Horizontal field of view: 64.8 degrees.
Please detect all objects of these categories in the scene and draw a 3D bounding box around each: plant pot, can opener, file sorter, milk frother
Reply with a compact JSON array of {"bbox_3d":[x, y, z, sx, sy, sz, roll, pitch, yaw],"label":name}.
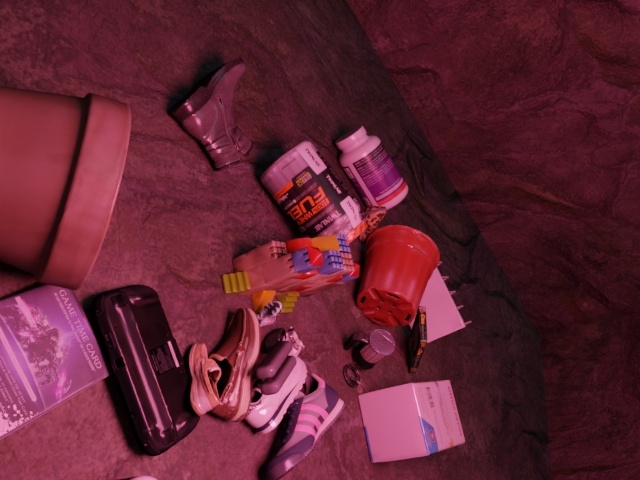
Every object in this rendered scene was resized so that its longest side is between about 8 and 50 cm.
[{"bbox_3d":[0.253,0.135,1.744,0.272,0.272,0.265,49,44,-26],"label":"plant pot"},{"bbox_3d":[-0.482,-0.109,0.776,0.280,0.323,0.323,17,55,-32],"label":"plant pot"},{"bbox_3d":[-0.100,0.280,1.193,0.280,0.093,0.074,-51,124,-78],"label":"can opener"},{"bbox_3d":[0.433,0.235,1.963,0.173,0.193,0.277,4,59,-60],"label":"file sorter"},{"bbox_3d":[0.141,0.357,1.523,0.129,0.134,0.143,10,54,-18],"label":"milk frother"}]

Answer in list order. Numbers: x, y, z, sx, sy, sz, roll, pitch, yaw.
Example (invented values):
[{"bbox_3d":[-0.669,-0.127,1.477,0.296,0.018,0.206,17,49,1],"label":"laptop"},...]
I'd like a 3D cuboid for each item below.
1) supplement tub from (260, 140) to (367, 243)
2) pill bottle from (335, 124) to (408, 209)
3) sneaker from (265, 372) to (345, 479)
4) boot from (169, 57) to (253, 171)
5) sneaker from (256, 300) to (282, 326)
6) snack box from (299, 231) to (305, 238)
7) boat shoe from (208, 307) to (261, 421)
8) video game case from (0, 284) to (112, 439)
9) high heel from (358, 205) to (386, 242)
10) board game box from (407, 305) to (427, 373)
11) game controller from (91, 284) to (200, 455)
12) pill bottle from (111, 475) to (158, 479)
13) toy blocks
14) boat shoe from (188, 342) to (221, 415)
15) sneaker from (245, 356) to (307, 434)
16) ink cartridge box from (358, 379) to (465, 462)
[{"bbox_3d":[-0.014,-0.121,1.504,0.316,0.193,0.193,51,33,-4],"label":"supplement tub"},{"bbox_3d":[0.195,-0.280,1.974,0.323,0.181,0.181,56,33,-17],"label":"pill bottle"},{"bbox_3d":[-0.060,0.443,1.221,0.131,0.112,0.319,50,29,5],"label":"sneaker"},{"bbox_3d":[-0.265,-0.353,1.422,0.222,0.118,0.338,53,45,-27],"label":"boot"},{"bbox_3d":[-0.122,0.187,1.283,0.069,0.098,0.038,14,44,-58],"label":"sneaker"},{"bbox_3d":[0.000,0.000,1.636,0.141,0.037,0.100,55,35,-16],"label":"snack box"},{"bbox_3d":[-0.198,0.263,1.122,0.095,0.095,0.257,28,48,-37],"label":"boat shoe"},{"bbox_3d":[-0.486,0.190,0.801,0.274,0.026,0.196,-29,95,-59],"label":"video game case"},{"bbox_3d":[0.209,-0.064,1.849,0.261,0.186,0.093,6,64,-55],"label":"high heel"},{"bbox_3d":[0.341,0.356,1.781,0.259,0.030,0.136,90,2,-53],"label":"board game box"},{"bbox_3d":[-0.330,0.239,0.973,0.166,0.067,0.319,-7,76,-77],"label":"game controller"},{"bbox_3d":[-0.300,0.421,0.789,0.094,0.169,0.094,35,43,-41],"label":"pill bottle"},{"bbox_3d":[-0.034,0.066,1.332,0.381,0.261,0.190,11,61,-54],"label":"toy blocks"},{"bbox_3d":[-0.234,0.279,1.043,0.170,0.059,0.063,-110,179,-48],"label":"boat shoe"},{"bbox_3d":[-0.110,0.347,1.210,0.095,0.090,0.235,49,32,-9],"label":"sneaker"},{"bbox_3d":[0.285,0.550,1.553,0.270,0.197,0.198,17,56,-51],"label":"ink cartridge box"}]
